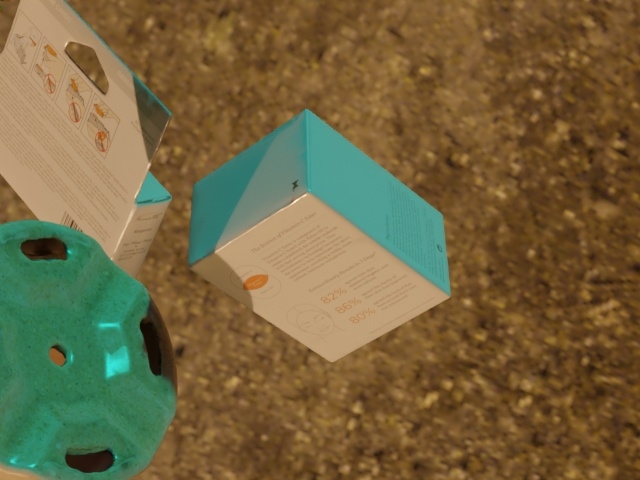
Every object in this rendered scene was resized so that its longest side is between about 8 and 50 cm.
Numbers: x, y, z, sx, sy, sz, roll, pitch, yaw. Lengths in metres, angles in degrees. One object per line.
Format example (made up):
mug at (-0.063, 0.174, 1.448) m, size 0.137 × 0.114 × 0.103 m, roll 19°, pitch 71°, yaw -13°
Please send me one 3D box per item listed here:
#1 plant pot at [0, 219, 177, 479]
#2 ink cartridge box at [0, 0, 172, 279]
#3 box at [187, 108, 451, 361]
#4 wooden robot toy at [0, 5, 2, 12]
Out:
plant pot at (-0.295, 0.139, 1.223) m, size 0.305 × 0.334 × 0.334 m, roll -30°, pitch 49°, yaw 38°
ink cartridge box at (-0.258, -0.124, 1.619) m, size 0.275 × 0.060 × 0.239 m, roll 46°, pitch 125°, yaw 27°
box at (0.000, 0.000, 1.185) m, size 0.130 × 0.170 × 0.091 m, roll -31°, pitch 40°, yaw 29°
wooden robot toy at (-0.458, -0.315, 2.026) m, size 0.076 × 0.173 × 0.079 m, roll -107°, pitch 11°, yaw -50°
